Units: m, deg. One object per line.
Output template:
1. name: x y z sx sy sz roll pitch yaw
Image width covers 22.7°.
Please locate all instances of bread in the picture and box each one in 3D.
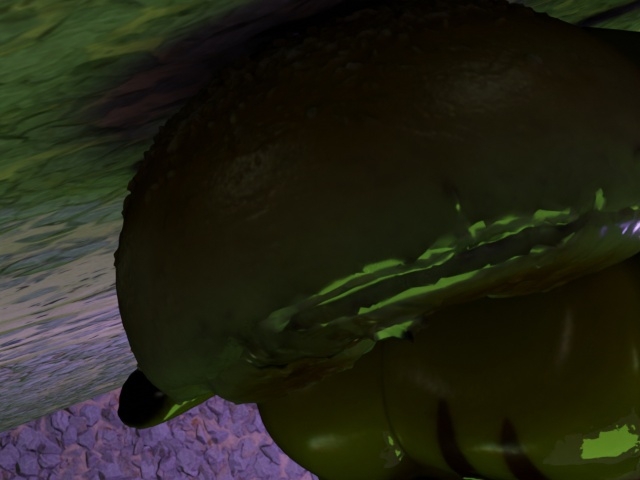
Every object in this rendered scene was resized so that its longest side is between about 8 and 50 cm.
1. bread: 0.008 -0.022 0.790 0.314 0.171 0.192 -24 170 21

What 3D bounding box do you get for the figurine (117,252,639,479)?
1. figurine: 0.078 0.086 0.950 0.326 0.169 0.218 -3 149 32

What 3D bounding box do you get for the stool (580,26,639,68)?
1. stool: 0.283 -0.069 1.005 0.178 0.272 0.272 -2 170 -14
